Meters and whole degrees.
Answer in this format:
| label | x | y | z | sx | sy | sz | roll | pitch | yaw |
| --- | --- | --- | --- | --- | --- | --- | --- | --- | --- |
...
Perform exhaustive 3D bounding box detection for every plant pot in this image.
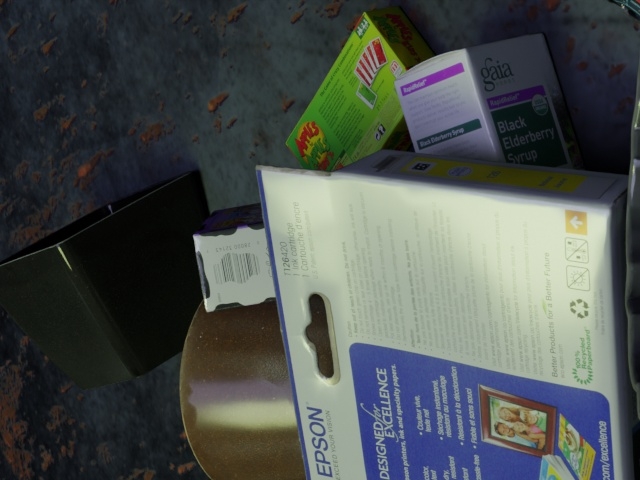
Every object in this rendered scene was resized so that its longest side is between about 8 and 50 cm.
| label | x | y | z | sx | sy | sz | roll | pitch | yaw |
| --- | --- | --- | --- | --- | --- | --- | --- | --- | --- |
| plant pot | 0.029 | 0.131 | 1.589 | 0.230 | 0.215 | 0.215 | 0 | 103 | 36 |
| plant pot | -0.215 | 0.054 | 1.870 | 0.188 | 0.187 | 0.167 | -15 | 102 | 52 |

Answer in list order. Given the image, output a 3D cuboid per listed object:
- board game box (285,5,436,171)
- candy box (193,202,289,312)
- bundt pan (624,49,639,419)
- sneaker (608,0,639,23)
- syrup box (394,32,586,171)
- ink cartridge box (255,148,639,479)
| label | x | y | z | sx | sy | sz | roll | pitch | yaw |
| --- | --- | --- | --- | --- | --- | --- | --- | --- | --- |
| board game box | 0.042 | -0.115 | 1.591 | 0.092 | 0.043 | 0.181 | 56 | 138 | 22 |
| candy box | 0.000 | 0.000 | 1.517 | 0.165 | 0.196 | 0.070 | -67 | -33 | -81 |
| bundt pan | 0.268 | -0.045 | 1.075 | 0.124 | 0.331 | 0.331 | 4 | 112 | 4 |
| sneaker | 0.253 | -0.170 | 1.264 | 0.262 | 0.104 | 0.125 | 13 | 115 | 48 |
| syrup box | 0.154 | -0.042 | 1.438 | 0.096 | 0.093 | 0.237 | -16 | 90 | 51 |
| ink cartridge box | 0.110 | 0.081 | 1.390 | 0.307 | 0.072 | 0.304 | 10 | 120 | 35 |
